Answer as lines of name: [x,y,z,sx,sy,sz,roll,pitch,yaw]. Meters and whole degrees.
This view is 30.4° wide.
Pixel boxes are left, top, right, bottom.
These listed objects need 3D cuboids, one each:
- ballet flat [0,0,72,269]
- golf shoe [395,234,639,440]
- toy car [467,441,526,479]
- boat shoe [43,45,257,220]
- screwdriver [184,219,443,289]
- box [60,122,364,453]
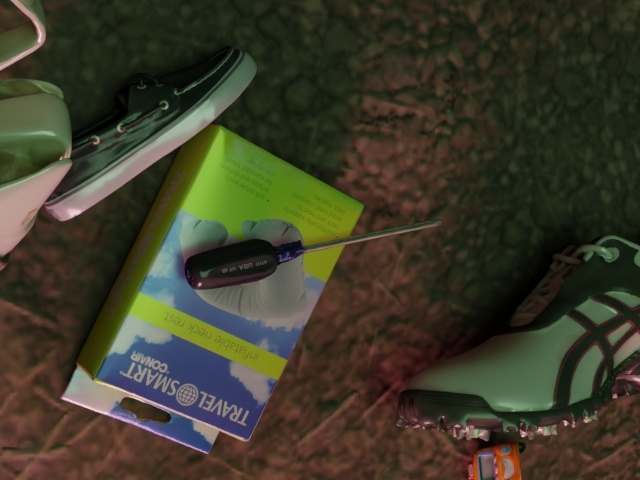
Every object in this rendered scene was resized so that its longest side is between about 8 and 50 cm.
ballet flat: [-0.165,-0.061,0.503,0.106,0.107,0.316,-13,144,-9]
golf shoe: [0.160,0.061,0.779,0.273,0.105,0.120,-10,89,-30]
toy car: [0.124,0.192,0.801,0.040,0.060,0.122,-4,97,7]
boat shoe: [-0.098,-0.067,0.642,0.142,0.049,0.040,-39,114,-12]
screwdriver: [0.000,0.000,0.675,0.170,0.024,0.025,-17,77,-30]
box: [-0.062,0.033,0.683,0.109,0.042,0.178,27,87,-28]
